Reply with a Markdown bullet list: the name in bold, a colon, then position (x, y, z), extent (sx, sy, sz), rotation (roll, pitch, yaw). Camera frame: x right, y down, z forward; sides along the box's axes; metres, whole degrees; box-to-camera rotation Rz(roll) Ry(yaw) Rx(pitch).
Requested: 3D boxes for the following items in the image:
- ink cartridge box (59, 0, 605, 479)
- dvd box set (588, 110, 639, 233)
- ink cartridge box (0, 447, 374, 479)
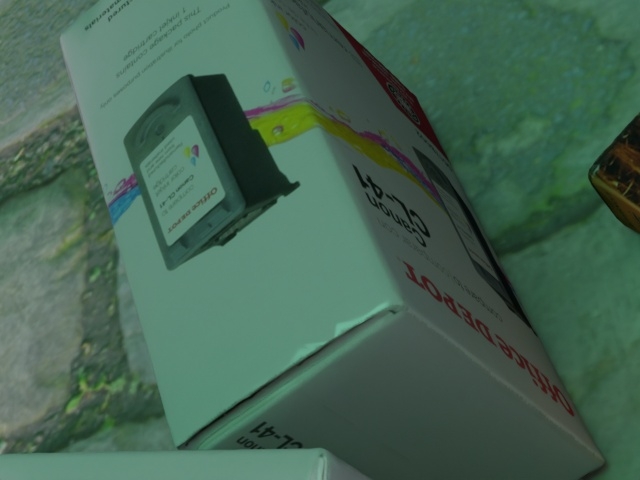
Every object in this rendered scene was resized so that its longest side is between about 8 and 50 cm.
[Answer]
- **ink cartridge box**: position (0.000, 0.000, 0.748), extent (0.131, 0.226, 0.306), rotation (-37, 48, 14)
- **dvd box set**: position (0.361, -0.033, 0.609), extent (0.307, 0.062, 0.420), rotation (-48, 45, 3)
- **ink cartridge box**: position (-0.015, 0.189, 0.602), extent (0.201, 0.278, 0.117), rotation (-7, 60, 34)
